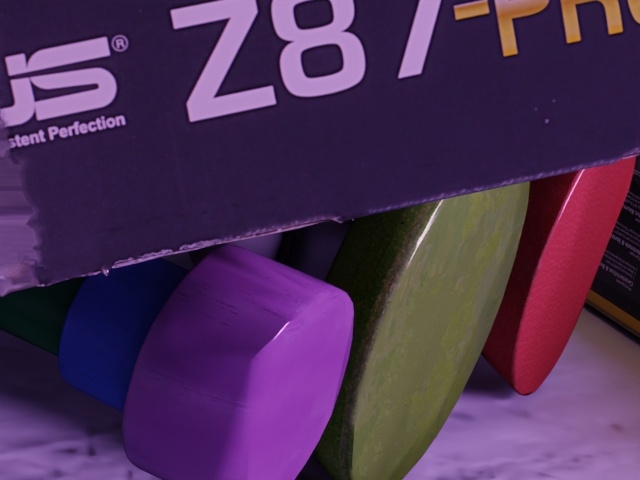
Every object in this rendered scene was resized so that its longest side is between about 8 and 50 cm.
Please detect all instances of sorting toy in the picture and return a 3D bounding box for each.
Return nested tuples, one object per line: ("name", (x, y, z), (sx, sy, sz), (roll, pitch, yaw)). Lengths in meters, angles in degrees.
("sorting toy", (0.000, 0.000, 0.667), (0.126, 0.127, 0.365), (23, 17, 20))

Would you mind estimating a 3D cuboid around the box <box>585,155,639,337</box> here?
("box", (0.269, 0.032, 0.943), (0.257, 0.079, 0.322), (4, 19, -33))

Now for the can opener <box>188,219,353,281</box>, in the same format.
("can opener", (-0.060, -0.050, 0.897), (0.074, 0.093, 0.280), (6, 27, -27))

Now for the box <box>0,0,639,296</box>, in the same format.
("box", (-0.004, -0.077, 0.610), (0.318, 0.097, 0.395), (-13, 11, -7))
